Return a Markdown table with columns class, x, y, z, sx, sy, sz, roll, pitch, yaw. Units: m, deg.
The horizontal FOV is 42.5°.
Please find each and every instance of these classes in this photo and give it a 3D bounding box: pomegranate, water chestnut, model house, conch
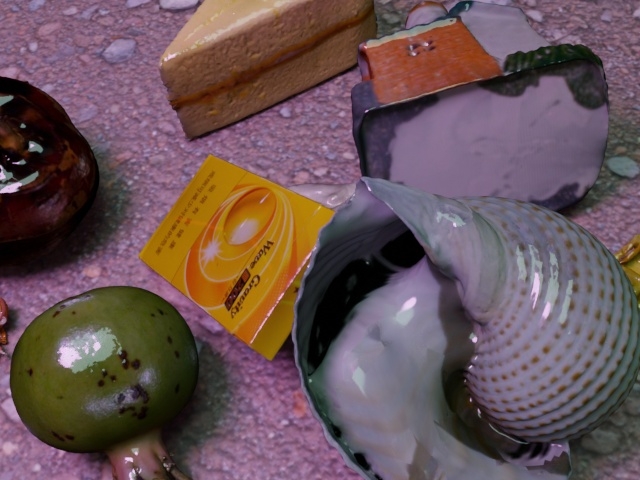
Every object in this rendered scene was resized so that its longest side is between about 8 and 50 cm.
| class | x | y | z | sx | sy | sz | roll | pitch | yaw |
| --- | --- | --- | --- | --- | --- | --- | --- | --- | --- |
| pomegranate | -0.197 | 0.155 | 0.798 | 0.182 | 0.181 | 0.224 | -19 | 78 | -5 |
| water chestnut | -0.364 | -0.082 | 0.934 | 0.224 | 0.238 | 0.223 | 2 | 61 | -4 |
| model house | 0.161 | -0.174 | 0.982 | 0.272 | 0.190 | 0.300 | -14 | 41 | 2 |
| conch | 0.118 | 0.086 | 0.758 | 0.319 | 0.215 | 0.303 | 39 | 80 | -5 |

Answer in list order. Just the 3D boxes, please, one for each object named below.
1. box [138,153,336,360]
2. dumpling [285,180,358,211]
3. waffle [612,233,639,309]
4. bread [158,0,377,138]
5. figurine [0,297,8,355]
| class | x | y | z | sx | sy | sz | roll | pitch | yaw |
| --- | --- | --- | --- | --- | --- | --- | --- | --- | --- |
| box | -0.087 | 0.005 | 0.858 | 0.269 | 0.043 | 0.152 | 26 | 82 | 52 |
| dumpling | 0.000 | 0.000 | 0.883 | 0.188 | 0.108 | 0.127 | -9 | 96 | 25 |
| waffle | 0.441 | 0.025 | 0.858 | 0.310 | 0.065 | 0.283 | 4 | 59 | 6 |
| bread | -0.055 | -0.237 | 1.036 | 0.163 | 0.167 | 0.264 | 22 | 65 | 19 |
| figurine | -0.375 | 0.113 | 0.911 | 0.064 | 0.047 | 0.109 | 4 | 66 | 1 |
